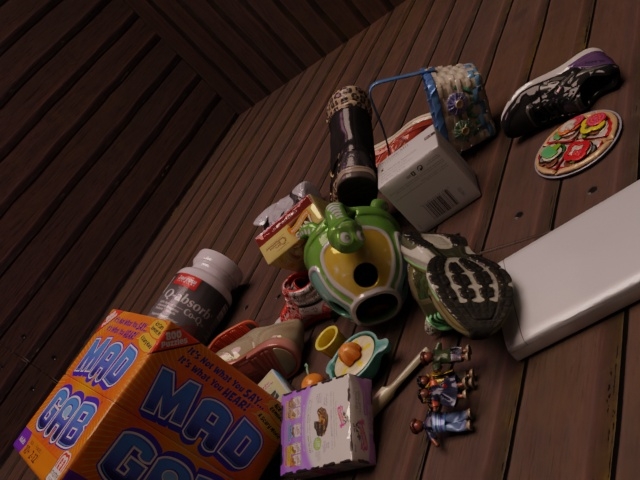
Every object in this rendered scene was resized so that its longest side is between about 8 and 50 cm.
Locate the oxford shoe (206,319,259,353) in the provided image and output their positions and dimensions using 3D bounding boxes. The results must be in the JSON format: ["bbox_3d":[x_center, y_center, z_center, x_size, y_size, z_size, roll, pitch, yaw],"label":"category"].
[{"bbox_3d":[-0.281,0.306,1.948,0.271,0.097,0.098,-39,18,16],"label":"oxford shoe"}]

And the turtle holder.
[{"bbox_3d":[0.097,0.042,1.488,0.320,0.243,0.227,107,152,-48],"label":"turtle holder"}]

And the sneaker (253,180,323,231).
[{"bbox_3d":[-0.115,-0.036,2.177,0.210,0.137,0.366,-34,21,29],"label":"sneaker"}]

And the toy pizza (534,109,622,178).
[{"bbox_3d":[0.547,-0.214,1.449,0.201,0.032,0.201,-38,25,20],"label":"toy pizza"}]

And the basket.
[{"bbox_3d":[0.293,-0.335,1.763,0.288,0.255,0.201,-16,27,14],"label":"basket"}]

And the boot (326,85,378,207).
[{"bbox_3d":[0.082,-0.211,1.819,0.377,0.138,0.284,83,-177,-72],"label":"boot"}]

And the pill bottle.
[{"bbox_3d":[-0.416,0.218,2.171,0.210,0.210,0.363,-13,40,53],"label":"pill bottle"}]

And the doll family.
[{"bbox_3d":[0.211,0.267,1.182,0.111,0.076,0.193,-11,32,24],"label":"doll family"}]

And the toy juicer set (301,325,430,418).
[{"bbox_3d":[0.057,0.281,1.410,0.329,0.089,0.209,-4,47,57],"label":"toy juicer set"}]

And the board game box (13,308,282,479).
[{"bbox_3d":[-0.350,0.399,1.414,0.356,0.356,0.356,-2,50,56],"label":"board game box"}]

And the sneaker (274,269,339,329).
[{"bbox_3d":[-0.063,0.159,1.738,0.270,0.145,0.090,-27,33,38],"label":"sneaker"}]

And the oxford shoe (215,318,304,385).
[{"bbox_3d":[-0.196,0.319,1.749,0.397,0.140,0.146,-23,25,27],"label":"oxford shoe"}]

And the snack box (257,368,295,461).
[{"bbox_3d":[-0.171,0.463,1.538,0.322,0.060,0.187,-48,24,-4],"label":"snack box"}]

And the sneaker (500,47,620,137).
[{"bbox_3d":[0.547,-0.326,1.549,0.283,0.107,0.124,-37,30,20],"label":"sneaker"}]

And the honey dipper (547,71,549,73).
[{"bbox_3d":[0.629,-0.433,1.676,0.030,0.030,0.160,-55,21,-19],"label":"honey dipper"}]

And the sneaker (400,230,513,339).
[{"bbox_3d":[0.253,0.115,1.294,0.158,0.182,0.410,0,19,-4],"label":"sneaker"}]

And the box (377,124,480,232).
[{"bbox_3d":[0.261,-0.147,1.638,0.181,0.182,0.119,-36,25,24],"label":"box"}]

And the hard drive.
[{"bbox_3d":[0.464,0.039,1.158,0.353,0.047,0.233,-35,25,25],"label":"hard drive"}]

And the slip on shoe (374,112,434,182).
[{"bbox_3d":[0.255,-0.265,1.966,0.331,0.123,0.101,-30,60,24],"label":"slip on shoe"}]

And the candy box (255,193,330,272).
[{"bbox_3d":[0.000,0.000,1.711,0.183,0.316,0.088,-38,65,18],"label":"candy box"}]

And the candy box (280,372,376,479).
[{"bbox_3d":[0.011,0.365,1.308,0.196,0.070,0.165,-27,52,39],"label":"candy box"}]
